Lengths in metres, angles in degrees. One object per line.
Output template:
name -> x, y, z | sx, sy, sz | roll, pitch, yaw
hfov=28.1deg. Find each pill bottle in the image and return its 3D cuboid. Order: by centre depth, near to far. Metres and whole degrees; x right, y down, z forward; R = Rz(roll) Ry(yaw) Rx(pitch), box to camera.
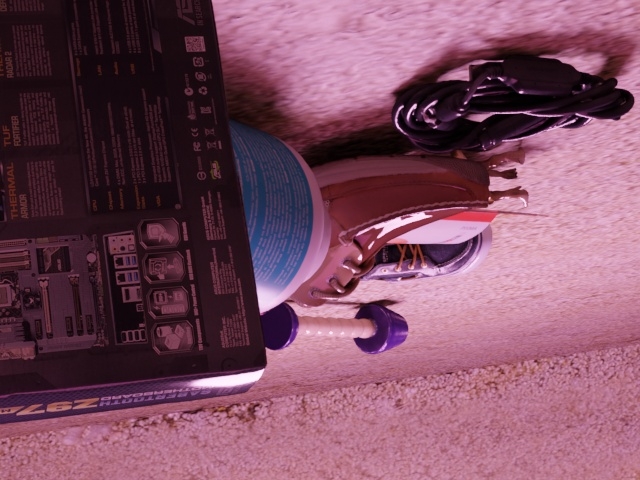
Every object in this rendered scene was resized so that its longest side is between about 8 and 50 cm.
pill bottle -> -0.092, -0.020, 0.917 | 0.146, 0.146, 0.264 | -15, 166, 26

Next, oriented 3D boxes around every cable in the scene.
cable -> 0.149, -0.095, 0.977 | 0.184, 0.047, 0.150 | -2, 166, -31

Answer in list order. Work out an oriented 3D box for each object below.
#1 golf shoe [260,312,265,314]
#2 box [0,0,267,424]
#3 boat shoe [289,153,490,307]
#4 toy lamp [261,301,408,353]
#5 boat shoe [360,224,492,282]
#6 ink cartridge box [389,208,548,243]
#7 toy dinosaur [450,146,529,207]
golf shoe -> -0.130, 0.051, 1.454 | 0.086, 0.067, 0.186 | 16, -172, 41
box -> -0.135, -0.032, 0.625 | 0.183, 0.233, 0.059 | -5, 161, -17
boat shoe -> 0.000, 0.000, 1.108 | 0.324, 0.116, 0.123 | -12, 173, 30
toy lamp -> 0.028, 0.128, 1.857 | 0.080, 0.080, 0.274 | -19, 165, 39
boat shoe -> 0.102, 0.014, 1.407 | 0.083, 0.065, 0.183 | -1, 167, -37
ink cartridge box -> 0.104, -0.013, 1.222 | 0.145, 0.045, 0.179 | 2, -176, -43
toy dinosaur -> 0.140, -0.053, 1.156 | 0.092, 0.053, 0.183 | -7, 168, 0
